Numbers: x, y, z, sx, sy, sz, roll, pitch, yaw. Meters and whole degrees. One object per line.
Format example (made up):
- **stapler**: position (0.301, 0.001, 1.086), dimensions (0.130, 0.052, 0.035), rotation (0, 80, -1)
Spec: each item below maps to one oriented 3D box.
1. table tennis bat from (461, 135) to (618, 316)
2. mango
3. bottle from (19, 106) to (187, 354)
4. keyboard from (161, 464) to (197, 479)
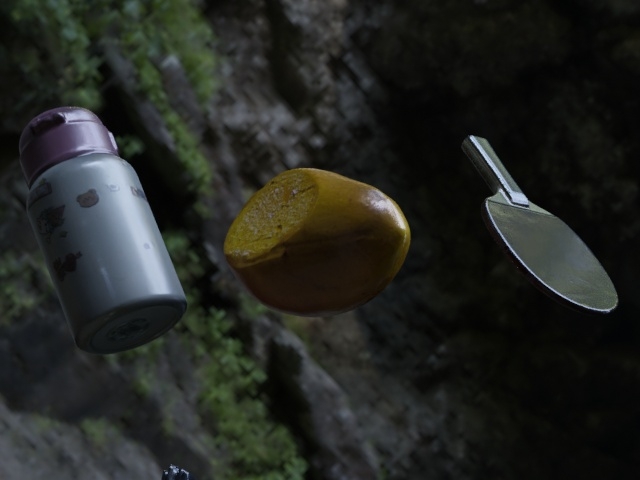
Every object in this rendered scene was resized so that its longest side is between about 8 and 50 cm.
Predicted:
- **table tennis bat**: position (0.223, -0.018, 1.547), dimensions (0.154, 0.021, 0.274), rotation (11, 36, -39)
- **mango**: position (0.005, 0.002, 1.375), dimensions (0.102, 0.141, 0.217), rotation (27, -24, -36)
- **bottle**: position (-0.212, -0.017, 1.352), dimensions (0.110, 0.110, 0.233), rotation (86, -19, -67)
- **keyboard**: position (-0.053, 0.206, 0.856), dimensions (0.023, 0.072, 0.231), rotation (2, -29, 22)
